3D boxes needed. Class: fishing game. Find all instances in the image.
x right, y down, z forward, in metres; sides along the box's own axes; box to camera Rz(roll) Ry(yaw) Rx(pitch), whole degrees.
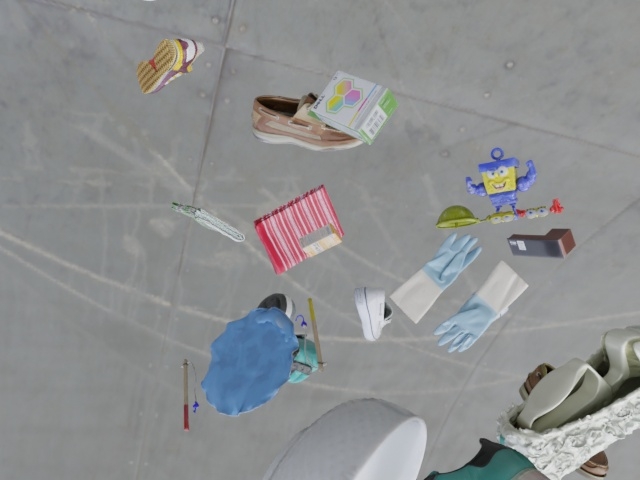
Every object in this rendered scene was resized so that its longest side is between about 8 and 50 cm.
[{"bbox_3d":[-0.112,0.193,0.951,0.264,0.189,0.041,-30,133,13],"label":"fishing game"}]

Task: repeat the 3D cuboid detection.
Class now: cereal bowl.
[{"bbox_3d":[0.010,0.368,0.841,0.141,0.339,0.339,26,160,29],"label":"cereal bowl"}]

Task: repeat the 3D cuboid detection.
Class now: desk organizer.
[{"bbox_3d":[0.476,0.004,1.280,0.130,0.050,0.047,3,125,56],"label":"desk organizer"}]

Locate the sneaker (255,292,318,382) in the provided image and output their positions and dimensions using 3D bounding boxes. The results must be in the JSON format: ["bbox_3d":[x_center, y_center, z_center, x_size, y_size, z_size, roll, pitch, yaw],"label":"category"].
[{"bbox_3d":[-0.072,0.235,1.352,0.178,0.123,0.295,13,137,-22],"label":"sneaker"}]

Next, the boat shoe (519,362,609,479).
[{"bbox_3d":[0.580,0.418,1.409,0.111,0.307,0.104,12,116,-24],"label":"boat shoe"}]

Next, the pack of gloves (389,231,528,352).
[{"bbox_3d":[0.294,0.111,1.281,0.195,0.232,0.046,45,173,7],"label":"pack of gloves"}]

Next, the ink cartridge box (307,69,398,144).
[{"bbox_3d":[0.054,-0.298,1.287,0.209,0.109,0.062,33,178,38],"label":"ink cartridge box"}]

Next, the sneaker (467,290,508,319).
[{"bbox_3d":[0.433,0.193,1.642,0.091,0.094,0.258,-28,167,-4],"label":"sneaker"}]

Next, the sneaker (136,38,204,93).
[{"bbox_3d":[-0.303,-0.347,1.198,0.084,0.069,0.185,-18,-177,-40],"label":"sneaker"}]

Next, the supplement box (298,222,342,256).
[{"bbox_3d":[0.000,0.000,1.573,0.098,0.036,0.062,-26,150,9],"label":"supplement box"}]

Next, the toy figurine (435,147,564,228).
[{"bbox_3d":[0.517,-0.163,1.763,0.363,0.217,0.191,-8,-178,32],"label":"toy figurine"}]

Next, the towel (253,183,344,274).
[{"bbox_3d":[-0.064,-0.034,1.889,0.031,0.275,0.198,21,138,59],"label":"towel"}]

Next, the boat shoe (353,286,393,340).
[{"bbox_3d":[0.134,0.177,1.394,0.076,0.083,0.226,-8,152,9],"label":"boat shoe"}]

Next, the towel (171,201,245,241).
[{"bbox_3d":[-0.222,-0.035,1.153,0.113,0.023,0.152,34,170,-32],"label":"towel"}]

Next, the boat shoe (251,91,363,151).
[{"bbox_3d":[-0.025,-0.303,1.484,0.325,0.123,0.116,5,133,12],"label":"boat shoe"}]

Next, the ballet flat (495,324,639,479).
[{"bbox_3d":[0.437,0.218,0.900,0.409,0.147,0.147,-32,149,-11],"label":"ballet flat"}]

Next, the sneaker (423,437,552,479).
[{"bbox_3d":[0.152,0.377,0.748,0.302,0.121,0.108,-36,125,-15],"label":"sneaker"}]
